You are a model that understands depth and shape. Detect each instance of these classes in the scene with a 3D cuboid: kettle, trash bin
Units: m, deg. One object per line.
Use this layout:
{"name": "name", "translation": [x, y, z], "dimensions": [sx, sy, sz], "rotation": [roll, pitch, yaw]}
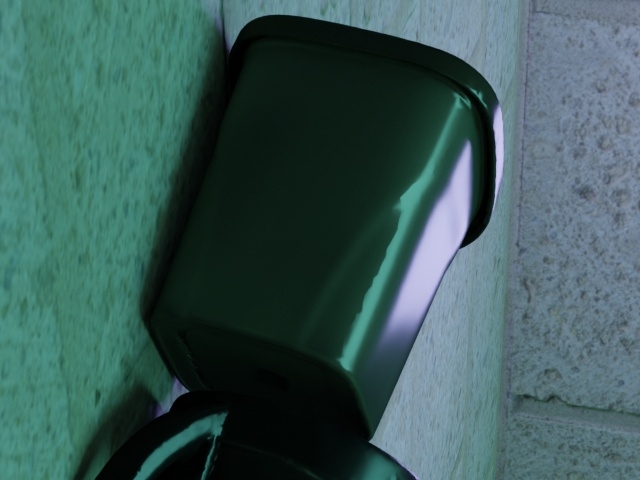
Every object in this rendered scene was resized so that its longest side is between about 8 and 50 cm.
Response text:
{"name": "kettle", "translation": [-0.062, 0.262, 1.188], "dimensions": [0.251, 0.207, 0.271], "rotation": [84, 26, -66]}
{"name": "trash bin", "translation": [0.000, 0.000, 1.286], "dimensions": [0.219, 0.220, 0.250], "rotation": [71, 36, -58]}
